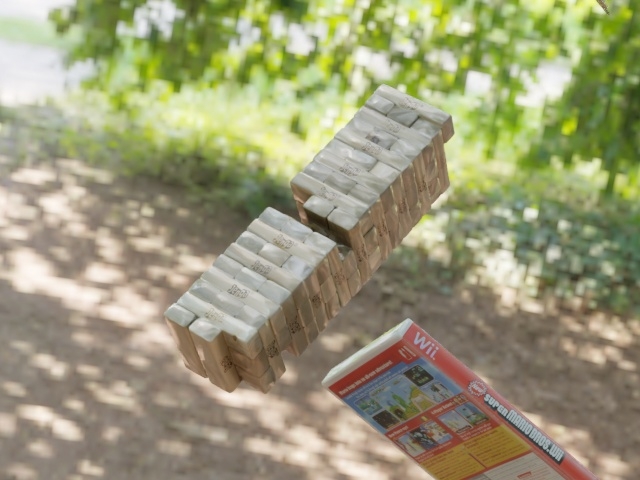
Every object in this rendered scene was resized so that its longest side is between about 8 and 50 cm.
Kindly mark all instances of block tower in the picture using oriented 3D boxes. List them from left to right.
[{"bbox_3d":[0.000,0.000,1.593,0.091,0.097,0.335,28,63,29],"label":"block tower"}]

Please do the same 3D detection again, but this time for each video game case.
[{"bbox_3d":[0.149,0.200,1.636,0.285,0.025,0.204,40,-27,-5],"label":"video game case"}]

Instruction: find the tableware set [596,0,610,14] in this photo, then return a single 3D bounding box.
[{"bbox_3d":[0.231,-0.299,1.702,0.169,0.020,0.141,29,23,-52],"label":"tableware set"}]
